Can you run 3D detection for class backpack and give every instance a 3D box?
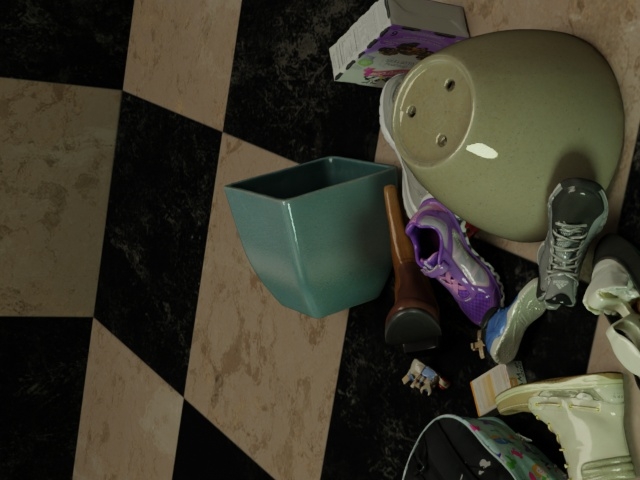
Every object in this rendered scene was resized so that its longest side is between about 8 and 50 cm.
[{"bbox_3d":[0.249,0.391,1.910,0.253,0.191,0.225,42,117,42],"label":"backpack"}]

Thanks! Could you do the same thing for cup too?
[{"bbox_3d":[0.245,-0.174,1.862,0.331,0.237,0.331,-11,75,48],"label":"cup"}]

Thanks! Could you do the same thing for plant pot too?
[{"bbox_3d":[0.000,0.000,2.327,0.247,0.247,0.252,15,119,59],"label":"plant pot"}]

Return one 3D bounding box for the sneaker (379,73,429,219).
[{"bbox_3d":[0.182,-0.172,2.137,0.115,0.105,0.281,125,135,-59],"label":"sneaker"}]

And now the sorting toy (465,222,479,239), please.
[{"bbox_3d":[0.272,-0.120,2.054,0.274,0.046,0.132,-52,46,45],"label":"sorting toy"}]

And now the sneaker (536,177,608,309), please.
[{"bbox_3d":[0.357,0.023,1.783,0.229,0.086,0.132,90,-169,-54],"label":"sneaker"}]

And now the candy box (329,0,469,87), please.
[{"bbox_3d":[0.135,-0.343,2.183,0.196,0.164,0.070,-39,54,52],"label":"candy box"}]

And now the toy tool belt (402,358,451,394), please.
[{"bbox_3d":[0.183,0.246,2.167,0.083,0.052,0.051,36,94,35],"label":"toy tool belt"}]

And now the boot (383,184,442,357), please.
[{"bbox_3d":[0.151,0.038,2.108,0.096,0.264,0.281,-12,73,16],"label":"boot"}]

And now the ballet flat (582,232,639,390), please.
[{"bbox_3d":[0.428,0.099,1.725,0.095,0.096,0.280,-59,40,40],"label":"ballet flat"}]

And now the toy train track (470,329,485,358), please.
[{"bbox_3d":[0.272,0.168,2.063,0.083,0.014,0.048,-26,66,55],"label":"toy train track"}]

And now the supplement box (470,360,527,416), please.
[{"bbox_3d":[0.288,0.239,2.007,0.098,0.036,0.062,-42,53,50],"label":"supplement box"}]

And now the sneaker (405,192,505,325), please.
[{"bbox_3d":[0.210,0.041,2.025,0.095,0.104,0.236,-26,94,41],"label":"sneaker"}]

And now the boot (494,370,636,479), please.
[{"bbox_3d":[0.356,0.285,1.829,0.213,0.077,0.165,-16,75,40],"label":"boot"}]

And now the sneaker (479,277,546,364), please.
[{"bbox_3d":[0.302,0.113,1.972,0.152,0.058,0.084,-66,26,17],"label":"sneaker"}]
